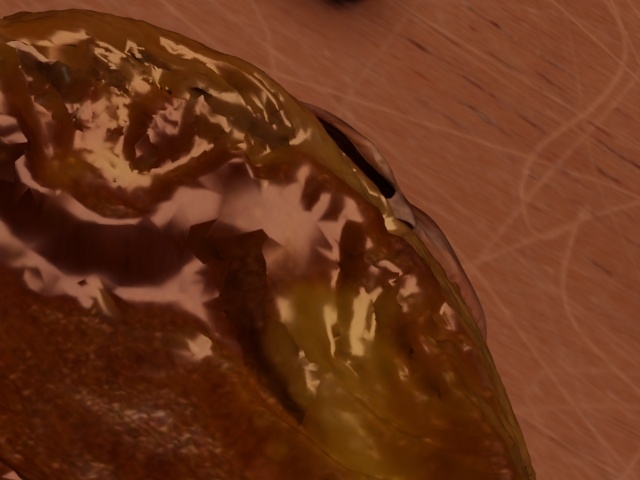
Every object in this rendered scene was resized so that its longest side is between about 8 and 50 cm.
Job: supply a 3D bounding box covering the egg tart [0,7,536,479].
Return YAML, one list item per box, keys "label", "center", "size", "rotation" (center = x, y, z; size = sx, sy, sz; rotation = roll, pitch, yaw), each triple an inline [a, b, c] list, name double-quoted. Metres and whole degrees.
- label: "egg tart"
  center: [-0.075, 0.066, 0.588]
  size: [0.352, 0.150, 0.352]
  rotation: [22, 40, -20]

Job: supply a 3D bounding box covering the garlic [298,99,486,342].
- label: "garlic"
  center: [0.011, -0.005, 0.782]
  size: [0.174, 0.099, 0.124]
  rotation: [56, 21, 20]
